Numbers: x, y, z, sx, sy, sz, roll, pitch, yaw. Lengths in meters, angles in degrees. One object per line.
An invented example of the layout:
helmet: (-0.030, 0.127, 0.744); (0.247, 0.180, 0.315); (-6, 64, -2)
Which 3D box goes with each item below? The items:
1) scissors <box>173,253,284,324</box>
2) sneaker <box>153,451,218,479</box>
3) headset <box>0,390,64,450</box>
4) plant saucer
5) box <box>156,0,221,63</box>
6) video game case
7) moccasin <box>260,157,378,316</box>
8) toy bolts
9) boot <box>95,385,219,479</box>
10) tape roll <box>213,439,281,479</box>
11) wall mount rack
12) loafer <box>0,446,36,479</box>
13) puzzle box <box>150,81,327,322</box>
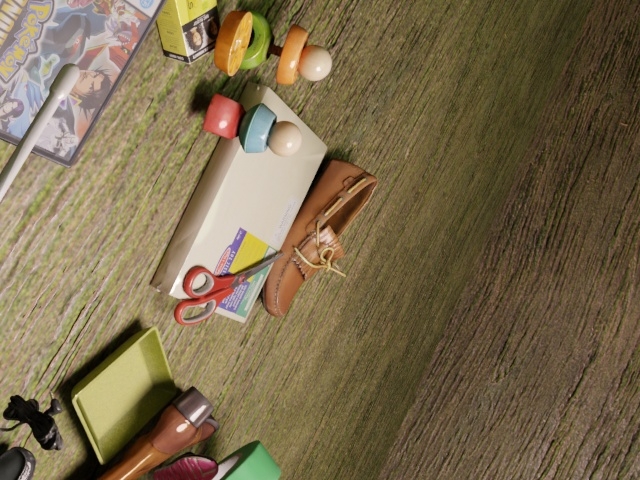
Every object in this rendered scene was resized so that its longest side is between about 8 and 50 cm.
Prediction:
scissors: (-0.165, 0.086, 1.364); (0.297, 0.021, 0.109); (-12, 117, -58)
sneaker: (-0.251, 0.443, 1.413); (0.075, 0.170, 0.063); (-24, 88, -54)
headset: (-0.488, 0.180, 0.802); (0.394, 0.185, 0.243); (24, 88, -50)
plant saucer: (-0.344, 0.259, 1.249); (0.188, 0.045, 0.188); (-45, 144, -38)
box: (-0.203, -0.381, 1.045); (0.087, 0.058, 0.232); (-44, 143, -36)
video game case: (-0.333, -0.247, 0.891); (0.275, 0.035, 0.248); (-60, 154, 1)
moccasin: (0.000, 0.002, 1.557); (0.380, 0.147, 0.139); (-56, 157, -23)
toy bolts: (-0.084, -0.248, 1.177); (0.218, 0.158, 0.228); (-58, 167, -80)
boot: (-0.314, 0.407, 1.335); (0.280, 0.096, 0.264); (-43, 176, -20)
tape roll: (-0.225, 0.517, 1.402); (0.321, 0.077, 0.321); (-37, 177, -3)
wall mount rack: (-0.391, -0.059, 0.685); (0.304, 0.350, 0.130); (-28, 111, -41)
loafer: (-0.501, 0.390, 1.034); (0.223, 0.076, 0.078); (-51, 155, -22)
puzzle box: (-0.142, -0.058, 1.376); (0.409, 0.052, 0.272); (-65, 152, -7)
